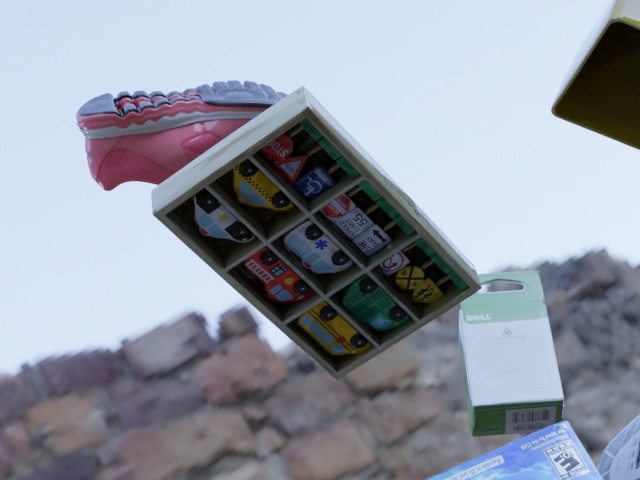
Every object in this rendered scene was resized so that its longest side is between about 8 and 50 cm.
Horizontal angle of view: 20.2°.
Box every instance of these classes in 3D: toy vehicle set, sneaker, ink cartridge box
[{"bbox_3d":[0.000,0.000,1.578,0.166,0.035,0.267,-34,-54,17],"label":"toy vehicle set"},{"bbox_3d":[-0.169,-0.134,2.423,0.313,0.116,0.136,-5,-69,-7],"label":"sneaker"},{"bbox_3d":[0.226,0.135,2.178,0.109,0.209,0.062,-4,-43,-1],"label":"ink cartridge box"}]

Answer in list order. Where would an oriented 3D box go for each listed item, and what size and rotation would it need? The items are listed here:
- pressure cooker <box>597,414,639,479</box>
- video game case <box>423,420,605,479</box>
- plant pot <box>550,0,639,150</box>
[{"bbox_3d":[0.568,0.323,2.230,0.375,0.370,0.420,-24,-17,-30],"label":"pressure cooker"},{"bbox_3d":[0.124,0.289,1.356,0.269,0.244,0.061,-23,-39,-8],"label":"video game case"},{"bbox_3d":[0.457,-0.260,2.409,0.212,0.212,0.187,118,171,-54],"label":"plant pot"}]
